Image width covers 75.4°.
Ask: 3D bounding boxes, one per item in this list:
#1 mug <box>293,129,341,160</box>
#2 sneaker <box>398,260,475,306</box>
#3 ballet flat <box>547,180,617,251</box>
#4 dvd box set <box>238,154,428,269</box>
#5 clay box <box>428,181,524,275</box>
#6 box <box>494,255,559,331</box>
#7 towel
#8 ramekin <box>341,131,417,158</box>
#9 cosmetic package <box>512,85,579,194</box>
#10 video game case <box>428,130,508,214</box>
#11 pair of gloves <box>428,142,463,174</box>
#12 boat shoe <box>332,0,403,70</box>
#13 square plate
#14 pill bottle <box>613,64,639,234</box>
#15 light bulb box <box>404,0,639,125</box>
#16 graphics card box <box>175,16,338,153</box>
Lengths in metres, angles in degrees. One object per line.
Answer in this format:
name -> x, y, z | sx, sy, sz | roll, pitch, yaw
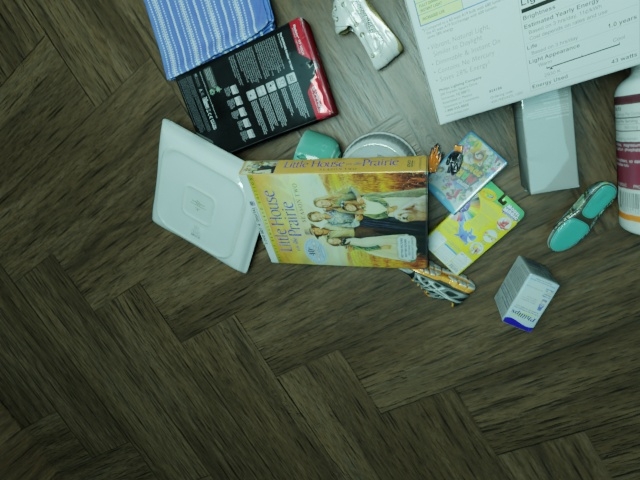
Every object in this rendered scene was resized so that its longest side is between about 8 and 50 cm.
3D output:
mug -> -0.010, -0.192, 1.036 | 0.097, 0.158, 0.130 | 20, 146, 5
sneaker -> 0.290, 0.106, 1.085 | 0.214, 0.084, 0.083 | 25, 119, 7
ballet flat -> 0.599, -0.056, 0.957 | 0.070, 0.070, 0.188 | 36, 117, 3
dvd box set -> 0.044, -0.057, 0.994 | 0.419, 0.062, 0.308 | 2, 136, 15
clay box -> 0.375, -0.033, 1.031 | 0.127, 0.053, 0.222 | 44, 112, 1
box -> 0.496, 0.127, 1.008 | 0.072, 0.126, 0.137 | 23, 112, 6
towel -> -0.288, -0.577, 1.038 | 0.335, 0.040, 0.244 | -17, 91, 20
ramekin -> 0.139, -0.162, 1.028 | 0.207, 0.109, 0.207 | 5, 108, 15
cosmetic package -> 0.485, -0.230, 0.901 | 0.107, 0.127, 0.238 | -11, 105, 19
video game case -> 0.342, -0.161, 0.994 | 0.166, 0.015, 0.119 | -48, 63, 23
pair of gloves -> 0.303, -0.198, 1.006 | 0.083, 0.010, 0.074 | 13, 98, 33
boat shoe -> 0.068, -0.514, 0.945 | 0.096, 0.098, 0.277 | -39, 95, 22
square plate -> -0.320, -0.102, 1.139 | 0.347, 0.049, 0.344 | 29, 125, 8
pill bottle -> 0.699, -0.219, 0.792 | 0.223, 0.224, 0.393 | -7, 105, 18
light bulb box -> 0.343, -0.462, 0.745 | 0.357, 0.225, 0.361 | -12, 123, 23
graphics card box -> -0.163, -0.369, 1.057 | 0.370, 0.094, 0.233 | -16, 102, 19
